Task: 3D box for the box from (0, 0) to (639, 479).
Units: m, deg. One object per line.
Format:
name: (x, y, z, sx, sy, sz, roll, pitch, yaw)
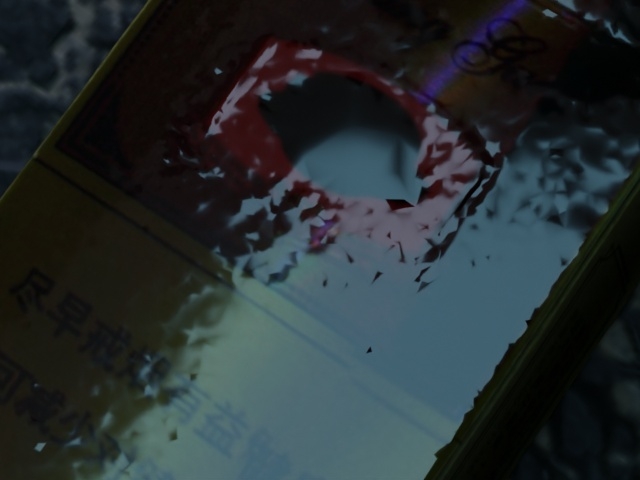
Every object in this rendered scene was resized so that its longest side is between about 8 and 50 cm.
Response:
box: (0.000, 0.000, 0.438, 0.159, 0.071, 0.240, 33, 81, 18)
